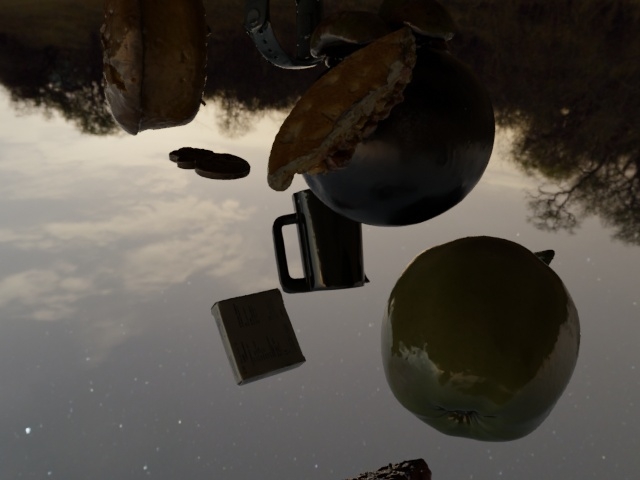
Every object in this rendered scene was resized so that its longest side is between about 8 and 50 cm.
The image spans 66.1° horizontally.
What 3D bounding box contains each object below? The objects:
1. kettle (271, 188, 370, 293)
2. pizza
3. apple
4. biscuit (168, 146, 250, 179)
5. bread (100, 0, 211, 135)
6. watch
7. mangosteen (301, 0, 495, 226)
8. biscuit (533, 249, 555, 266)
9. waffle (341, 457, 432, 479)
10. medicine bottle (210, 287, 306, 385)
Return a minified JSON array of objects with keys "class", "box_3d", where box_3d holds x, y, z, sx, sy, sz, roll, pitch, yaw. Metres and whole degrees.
[{"class":"kettle","box_3d":[0.011,-0.002,1.486,0.262,0.307,0.203,-2,175,-41]},{"class":"pizza","box_3d":[0.025,-0.148,0.567,0.127,0.058,0.246,15,-115,45]},{"class":"apple","box_3d":[0.355,0.228,1.141,0.474,0.473,0.473,4,-161,-1]},{"class":"biscuit","box_3d":[-0.230,-0.164,1.024,0.175,0.026,0.124,17,-152,14]},{"class":"bread","box_3d":[-0.311,-0.355,0.942,0.194,0.340,0.179,-5,-155,-33]},{"class":"watch","box_3d":[-0.061,-0.428,0.916,0.068,0.206,0.193,-1,176,33]},{"class":"mangosteen","box_3d":[0.135,-0.238,0.901,0.382,0.435,0.382,1,-146,0]},{"class":"biscuit","box_3d":[0.668,0.085,1.665,0.038,0.099,0.322,39,166,-4]},{"class":"waffle","box_3d":[0.064,0.384,0.742,0.221,0.055,0.234,-23,160,16]},{"class":"medicine bottle","box_3d":[-0.147,0.223,1.168,0.171,0.052,0.201,-11,-115,-30]}]
